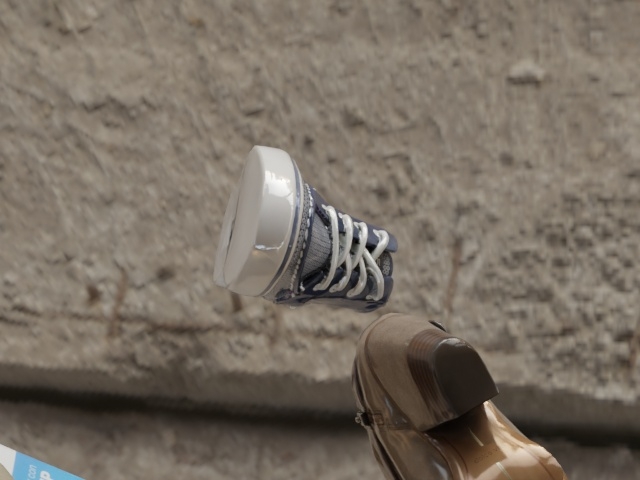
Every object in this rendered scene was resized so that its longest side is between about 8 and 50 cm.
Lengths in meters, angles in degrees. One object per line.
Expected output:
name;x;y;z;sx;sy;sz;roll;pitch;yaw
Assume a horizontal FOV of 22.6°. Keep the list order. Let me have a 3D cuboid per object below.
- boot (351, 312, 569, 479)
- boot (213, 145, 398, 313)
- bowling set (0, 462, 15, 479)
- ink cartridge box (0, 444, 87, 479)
boot;0.044;0.078;0.513;0.042;0.087;0.118;-15;83;-16
boot;0.000;0.000;0.756;0.086;0.190;0.069;12;88;-6
bowling set;-0.060;0.159;0.418;0.154;0.287;0.200;5;108;6
ink cartridge box;-0.301;0.197;0.901;0.307;0.223;0.129;26;27;-16
